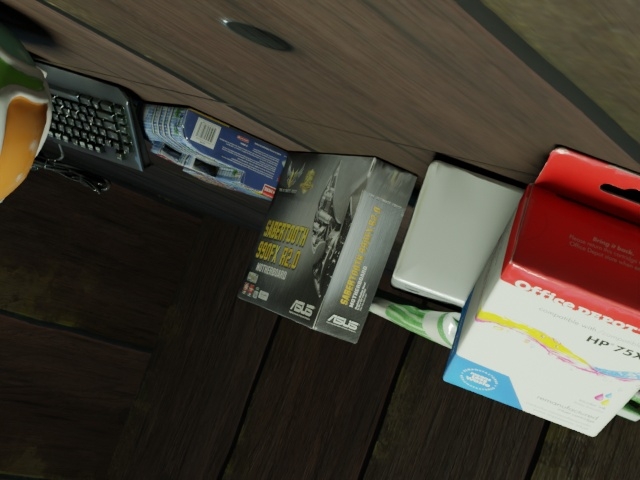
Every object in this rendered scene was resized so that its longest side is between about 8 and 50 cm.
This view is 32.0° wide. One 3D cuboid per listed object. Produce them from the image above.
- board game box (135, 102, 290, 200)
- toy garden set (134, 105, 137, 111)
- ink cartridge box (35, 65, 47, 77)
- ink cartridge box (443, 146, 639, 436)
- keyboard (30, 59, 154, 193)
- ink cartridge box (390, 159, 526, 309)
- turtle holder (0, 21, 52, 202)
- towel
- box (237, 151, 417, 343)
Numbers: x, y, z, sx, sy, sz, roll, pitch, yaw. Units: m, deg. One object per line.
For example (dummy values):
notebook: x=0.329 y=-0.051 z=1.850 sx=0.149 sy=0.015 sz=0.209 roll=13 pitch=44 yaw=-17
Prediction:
board game box: x=-0.131 y=-0.104 z=1.361 sx=0.194 sy=0.060 sz=0.194 roll=22 pitch=176 yaw=-32
toy garden set: x=-0.339 y=-0.180 z=1.483 sx=0.244 sy=0.049 sz=0.204 roll=18 pitch=176 yaw=35
ink cartridge box: x=-0.427 y=-0.203 z=1.258 sx=0.198 sy=0.067 sz=0.115 roll=30 pitch=162 yaw=-37
ink cartridge box: x=0.187 y=0.045 z=0.817 sx=0.134 sy=0.078 sz=0.231 roll=20 pitch=146 yaw=3
keyboard: x=-0.342 y=-0.141 z=1.400 sx=0.317 sy=0.033 sz=0.201 roll=19 pitch=141 yaw=28
ink cartridge box: x=0.175 y=0.022 z=1.068 sx=0.197 sy=0.114 sz=0.273 roll=19 pitch=178 yaw=4
turtle holder: x=-0.408 y=-0.132 z=1.062 sx=0.320 sy=0.243 sz=0.227 roll=7 pitch=-170 yaw=29
towel: x=0.161 y=0.099 z=1.167 sx=0.248 sy=0.038 sz=0.325 roll=21 pitch=180 yaw=-19
box: x=0.000 y=0.000 z=1.203 sx=0.056 sy=0.183 sz=0.231 roll=21 pitch=178 yaw=-24
